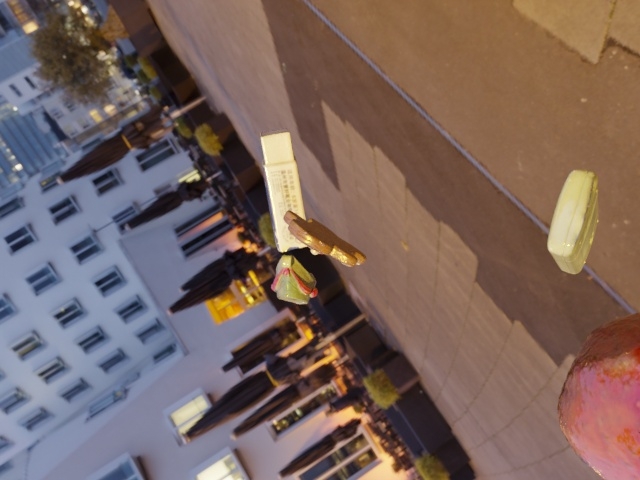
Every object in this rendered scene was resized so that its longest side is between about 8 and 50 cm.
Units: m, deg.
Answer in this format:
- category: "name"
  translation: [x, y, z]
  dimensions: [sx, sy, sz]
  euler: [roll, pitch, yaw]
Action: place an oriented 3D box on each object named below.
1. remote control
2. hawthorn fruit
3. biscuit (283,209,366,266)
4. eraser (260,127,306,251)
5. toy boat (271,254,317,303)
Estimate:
- category: "remote control"
  translation: [0.314, -0.016, 0.721]
  dimensions: [0.038, 0.098, 0.233]
  euler: [18, 180, 28]
- category: "hawthorn fruit"
  translation: [0.495, 0.229, 0.777]
  dimensions: [0.285, 0.284, 0.369]
  euler: [57, 168, 9]
- category: "biscuit"
  translation: [-0.001, 0.000, 0.917]
  dimensions: [0.138, 0.031, 0.205]
  euler: [36, -174, 12]
- category: "eraser"
  translation: [-0.068, -0.097, 1.088]
  dimensions: [0.124, 0.068, 0.210]
  euler: [-108, 9, -75]
- category: "toy boat"
  translation: [-0.047, 0.079, 1.101]
  dimensions: [0.185, 0.089, 0.071]
  euler: [53, -136, -73]
